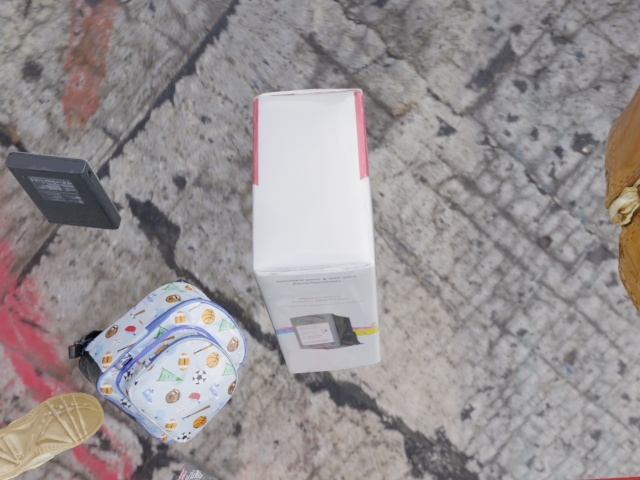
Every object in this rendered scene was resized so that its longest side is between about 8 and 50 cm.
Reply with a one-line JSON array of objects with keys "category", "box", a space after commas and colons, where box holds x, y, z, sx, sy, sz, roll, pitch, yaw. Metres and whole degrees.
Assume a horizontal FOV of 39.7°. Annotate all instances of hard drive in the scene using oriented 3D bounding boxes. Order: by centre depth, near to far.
[{"category": "hard drive", "box": [-0.298, -0.055, 1.039, 0.094, 0.135, 0.022, 6, 63, 9]}]

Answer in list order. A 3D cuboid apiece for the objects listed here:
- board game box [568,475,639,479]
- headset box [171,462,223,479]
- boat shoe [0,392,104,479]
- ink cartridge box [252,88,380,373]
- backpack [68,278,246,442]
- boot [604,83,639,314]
[{"category": "board game box", "box": [0.296, 0.255, 0.722, 0.146, 0.193, 0.045, 39, 68, -2]}, {"category": "headset box", "box": [-0.175, 0.360, 1.256, 0.083, 0.032, 0.062, 23, 67, 3]}, {"category": "boat shoe", "box": [-0.319, 0.218, 0.980, 0.059, 0.170, 0.063, -29, 84, 37]}, {"category": "ink cartridge box", "box": [0.000, 0.000, 1.049, 0.131, 0.306, 0.226, -5, 63, 4]}, {"category": "backpack", "box": [-0.273, 0.218, 1.635, 0.263, 0.213, 0.276, -50, 135, -16]}, {"category": "boot", "box": [0.174, -0.002, 0.235, 0.104, 0.295, 0.211, 10, 134, -12]}]
